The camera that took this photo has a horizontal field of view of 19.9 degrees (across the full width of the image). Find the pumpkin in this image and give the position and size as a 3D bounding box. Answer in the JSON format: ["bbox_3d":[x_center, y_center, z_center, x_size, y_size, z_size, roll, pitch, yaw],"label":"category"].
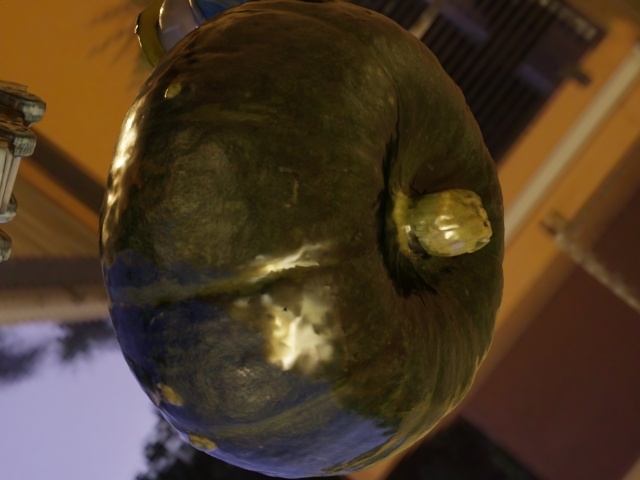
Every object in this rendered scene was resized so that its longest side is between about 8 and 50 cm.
[{"bbox_3d":[0.000,0.000,1.124,0.207,0.300,0.300,-4,162,31],"label":"pumpkin"}]

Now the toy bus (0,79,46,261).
[{"bbox_3d":[-0.293,-0.065,1.418,0.136,0.109,0.329,14,-170,-9],"label":"toy bus"}]

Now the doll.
[{"bbox_3d":[-0.062,-0.183,1.325,0.099,0.241,0.135,-19,-106,-34],"label":"doll"}]
